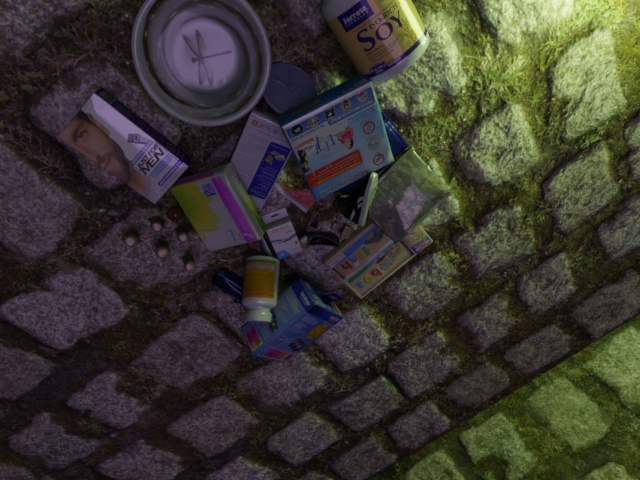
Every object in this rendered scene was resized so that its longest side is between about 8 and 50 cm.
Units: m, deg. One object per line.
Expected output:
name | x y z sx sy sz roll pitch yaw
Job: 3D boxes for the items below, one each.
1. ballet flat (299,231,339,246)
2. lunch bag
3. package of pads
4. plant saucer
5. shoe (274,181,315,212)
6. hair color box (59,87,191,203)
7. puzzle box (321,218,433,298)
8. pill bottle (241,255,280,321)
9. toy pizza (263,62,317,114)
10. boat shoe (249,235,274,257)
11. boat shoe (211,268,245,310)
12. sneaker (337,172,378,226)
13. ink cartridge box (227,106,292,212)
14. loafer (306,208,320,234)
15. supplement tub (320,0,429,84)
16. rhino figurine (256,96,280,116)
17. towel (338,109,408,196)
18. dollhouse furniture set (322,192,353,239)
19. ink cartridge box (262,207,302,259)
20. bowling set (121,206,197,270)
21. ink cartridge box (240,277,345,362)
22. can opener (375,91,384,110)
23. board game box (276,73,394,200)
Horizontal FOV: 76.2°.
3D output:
ballet flat | 0.000 0.000 1.637 0.173 0.049 0.057 -2 137 -25
lunch bag | 0.298 -0.162 1.534 0.287 0.169 0.235 -43 96 3
package of pads | -0.359 -0.108 1.445 0.229 0.101 0.296 -13 123 18
plant saucer | -0.349 -0.556 1.236 0.401 0.100 0.399 -2 114 -5
shoe | -0.089 -0.184 1.533 0.081 0.063 0.178 -46 123 11
hair color box | -0.617 -0.297 1.321 0.185 0.110 0.339 -44 116 12
puzzle box | 0.243 0.042 1.734 0.409 0.052 0.272 -41 119 10
pill bottle | -0.232 0.191 1.581 0.137 0.136 0.245 8 73 -17
toy pizza | -0.102 -0.483 1.330 0.202 0.032 0.201 7 74 -27
boat shoe | -0.244 0.005 1.591 0.066 0.066 0.183 -22 120 0
boat shoe | -0.326 0.215 1.678 0.258 0.109 0.089 42 110 -11
sneaker | 0.121 -0.156 1.443 0.121 0.079 0.216 25 129 17
ink cartridge box | -0.223 -0.269 1.423 0.176 0.069 0.370 18 127 -21
loafer | -0.028 -0.064 1.620 0.045 0.039 0.125 7 115 -17
supplement tub | 0.151 -0.673 1.226 0.241 0.241 0.331 -38 119 8
rhino figurine | -0.120 -0.410 1.394 0.243 0.073 0.106 25 132 -24
towel | 0.143 -0.319 1.485 0.308 0.076 0.228 -42 129 12
dollhouse furniture set | 0.065 -0.093 1.592 0.182 0.101 0.160 18 112 -21
ink cartridge box | -0.151 -0.026 1.600 0.104 0.060 0.180 -21 120 -1
bowling set | -0.544 -0.027 1.481 0.287 0.154 0.199 31 88 -24
ink cartridge box | -0.089 0.319 1.693 0.395 0.151 0.270 -41 146 8
can opener | 0.093 -0.451 1.422 0.281 0.093 0.074 -17 121 -10
board game box | 0.057 -0.328 1.335 0.309 0.086 0.301 -27 132 -1
